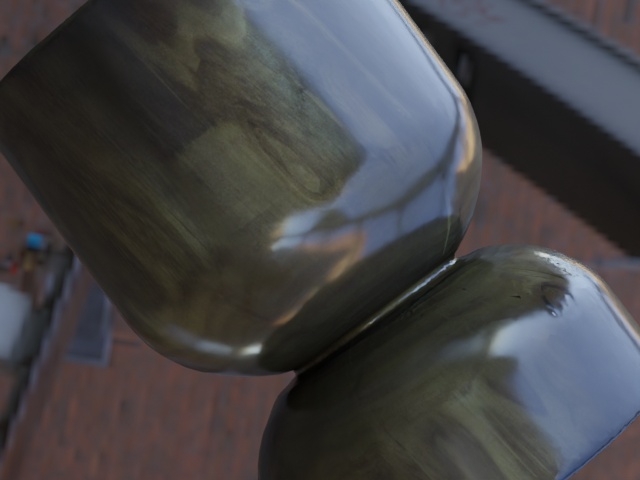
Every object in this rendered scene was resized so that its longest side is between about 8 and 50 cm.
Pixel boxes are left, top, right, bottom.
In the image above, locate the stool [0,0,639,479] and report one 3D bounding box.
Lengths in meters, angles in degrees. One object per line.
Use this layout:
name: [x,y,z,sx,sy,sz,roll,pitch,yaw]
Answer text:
stool: [0.000,0.000,0.844,0.264,0.179,0.179,54,0,1]
